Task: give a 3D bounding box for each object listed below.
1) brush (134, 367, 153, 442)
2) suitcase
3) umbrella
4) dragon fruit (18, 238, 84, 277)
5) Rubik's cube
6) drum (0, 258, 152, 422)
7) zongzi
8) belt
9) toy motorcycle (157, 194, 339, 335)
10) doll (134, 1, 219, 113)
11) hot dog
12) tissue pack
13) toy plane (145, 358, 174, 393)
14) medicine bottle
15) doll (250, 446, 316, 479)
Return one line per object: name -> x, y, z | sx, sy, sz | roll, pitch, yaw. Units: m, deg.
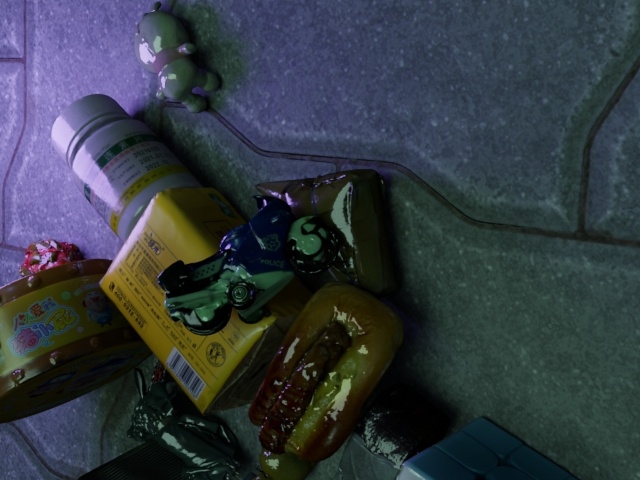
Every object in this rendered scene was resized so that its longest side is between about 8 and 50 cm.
brush -> -0.416, 0.398, 2.130 | 0.063, 0.016, 0.193 | -19, 85, 35
suitcase -> -0.396, 0.564, 1.958 | 0.202, 0.312, 0.128 | 31, 123, 28
umbrella -> -0.272, 0.453, 1.965 | 0.349, 0.094, 0.143 | 29, 80, 23
dragon fruit -> -0.655, 0.076, 2.193 | 0.172, 0.160, 0.166 | 37, 152, 43
Rubik's cube -> 0.271, 0.518, 1.487 | 0.290, 0.292, 0.291 | 32, 112, 29
drum -> -0.599, 0.226, 1.994 | 0.431, 0.431, 0.214 | -35, 75, 33
zongzi -> 0.000, 0.000, 1.723 | 0.289, 0.123, 0.260 | -8, 94, 36
belt -> 0.132, 0.414, 1.645 | 0.164, 0.184, 0.289 | 34, 119, 22
toy motorcycle -> -0.137, 0.037, 1.622 | 0.331, 0.125, 0.196 | -30, 67, -2
doll -> -0.328, -0.401, 1.915 | 0.155, 0.113, 0.275 | -44, 71, 34
hot dog -> -0.009, 0.274, 1.645 | 0.185, 0.223, 0.405 | 31, 131, 5
tissue pack -> -0.225, 0.119, 1.832 | 0.382, 0.228, 0.293 | 46, 116, 21
toy plane -> -0.372, 0.320, 2.078 | 0.060, 0.037, 0.145 | 25, 108, 35
medicine bottle -> -0.428, -0.152, 1.958 | 0.339, 0.208, 0.208 | 46, 119, 22
doll -> -0.093, 0.506, 1.869 | 0.097, 0.137, 0.209 | -116, 45, -67
